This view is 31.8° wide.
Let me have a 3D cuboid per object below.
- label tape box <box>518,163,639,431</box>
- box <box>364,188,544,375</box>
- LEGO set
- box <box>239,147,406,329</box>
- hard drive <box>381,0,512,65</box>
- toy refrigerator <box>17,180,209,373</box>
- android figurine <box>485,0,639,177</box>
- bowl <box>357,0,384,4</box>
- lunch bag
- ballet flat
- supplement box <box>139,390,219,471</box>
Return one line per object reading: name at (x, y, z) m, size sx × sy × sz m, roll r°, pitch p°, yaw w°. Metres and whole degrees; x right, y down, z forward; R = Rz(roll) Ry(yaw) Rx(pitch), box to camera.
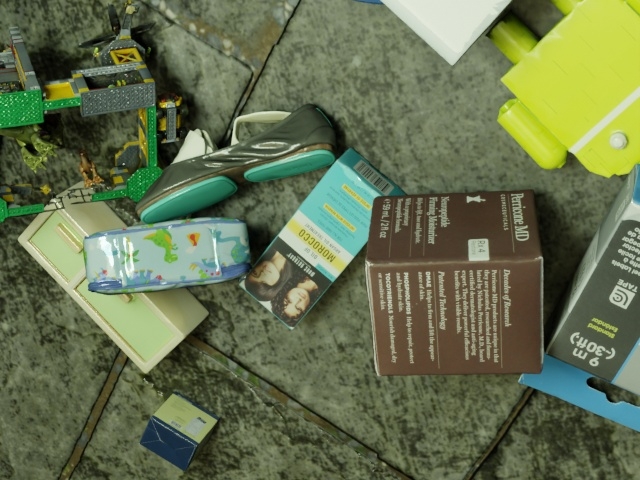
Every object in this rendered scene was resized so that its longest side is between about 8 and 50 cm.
label tape box at (0.411, 0.115, 1.343) m, size 0.249 × 0.115 × 0.348 m, roll 24°, pitch 121°, yaw 4°
box at (0.164, 0.050, 1.368) m, size 0.203 × 0.168 × 0.167 m, roll -3°, pitch 120°, yaw 8°
LEGO set at (-0.357, -0.168, 1.487) m, size 0.331 × 0.192 × 0.255 m, roll -16°, pitch 133°, yaw -14°
box at (0.000, 0.000, 1.505) m, size 0.100 × 0.060 × 0.244 m, roll 40°, pitch 119°, yaw 2°
hard drive at (0.088, -0.388, 1.180) m, size 0.353 × 0.047 × 0.233 m, roll 42°, pitch 111°, yaw -2°
toy refrigerator at (-0.300, 0.054, 1.623) m, size 0.269 × 0.094 × 0.102 m, roll 47°, pitch 120°, yaw -2°
android figurine at (0.328, -0.186, 1.308) m, size 0.273 × 0.056 × 0.248 m, roll 47°, pitch 119°, yaw -1°
bowl at (0.070, -0.455, 1.230) m, size 0.391 × 0.077 × 0.391 m, roll 4°, pitch 108°, yaw 12°
lunch bag at (-0.202, 0.022, 1.496) m, size 0.218 × 0.176 × 0.090 m, roll -7°, pitch 90°, yaw -11°
ballet flat at (-0.115, -0.106, 1.469) m, size 0.280 × 0.095 × 0.096 m, roll -18°, pitch 72°, yaw 4°
supplement box at (-0.211, 0.286, 1.689) m, size 0.083 × 0.083 × 0.056 m, roll 31°, pitch 119°, yaw 7°
